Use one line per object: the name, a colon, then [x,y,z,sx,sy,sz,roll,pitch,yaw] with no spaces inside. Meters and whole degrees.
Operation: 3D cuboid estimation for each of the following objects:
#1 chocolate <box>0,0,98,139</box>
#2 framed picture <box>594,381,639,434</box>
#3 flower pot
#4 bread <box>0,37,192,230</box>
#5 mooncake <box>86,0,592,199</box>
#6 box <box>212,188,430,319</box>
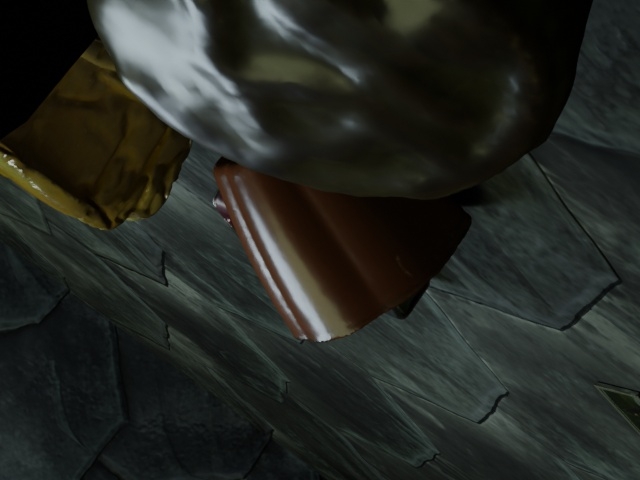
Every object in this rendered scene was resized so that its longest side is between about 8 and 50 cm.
chocolate: [-0.388,-0.246,1.339,0.331,0.384,0.383,47,166,6]
framed picture: [0.317,0.173,1.595,0.089,0.006,0.066,45,163,-27]
flower pot: [0.008,-0.032,1.390,0.173,0.190,0.190,55,160,-17]
bread: [-0.255,-0.124,1.639,0.250,0.179,0.133,29,-173,-38]
mooncake: [0.010,-0.145,0.909,0.284,0.155,0.284,13,150,8]
box: [0.000,0.000,1.673,0.224,0.069,0.120,22,158,42]
